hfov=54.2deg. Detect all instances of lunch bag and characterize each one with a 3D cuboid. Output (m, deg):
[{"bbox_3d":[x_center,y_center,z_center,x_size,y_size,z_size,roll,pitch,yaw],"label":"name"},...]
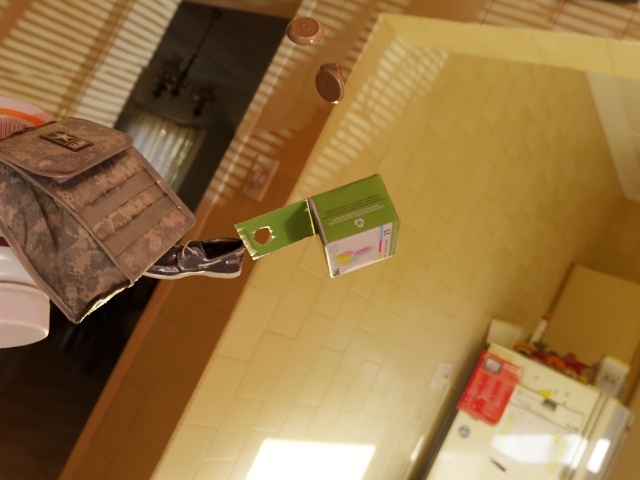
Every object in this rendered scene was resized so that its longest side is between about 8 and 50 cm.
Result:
[{"bbox_3d":[-0.369,-0.064,0.972,0.287,0.169,0.235,52,25,-11],"label":"lunch bag"}]

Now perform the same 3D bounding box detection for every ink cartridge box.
[{"bbox_3d":[0.000,0.000,1.093,0.189,0.255,0.097,78,-8,-70],"label":"ink cartridge box"}]

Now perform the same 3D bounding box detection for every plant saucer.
[{"bbox_3d":[-0.033,-0.457,1.354,0.083,0.083,0.015,26,-25,10],"label":"plant saucer"}]

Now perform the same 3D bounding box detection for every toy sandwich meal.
[{"bbox_3d":[0.023,-0.323,1.284,0.085,0.029,0.085,29,-40,28],"label":"toy sandwich meal"}]

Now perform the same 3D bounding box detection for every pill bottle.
[{"bbox_3d":[-0.561,-0.027,1.070,0.224,0.392,0.224,-6,-20,-2],"label":"pill bottle"}]

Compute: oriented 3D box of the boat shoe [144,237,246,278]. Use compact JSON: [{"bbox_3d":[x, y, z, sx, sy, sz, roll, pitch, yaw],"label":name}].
[{"bbox_3d":[-0.263,0.026,1.253,0.233,0.079,0.084,1,43,-28],"label":"boat shoe"}]
